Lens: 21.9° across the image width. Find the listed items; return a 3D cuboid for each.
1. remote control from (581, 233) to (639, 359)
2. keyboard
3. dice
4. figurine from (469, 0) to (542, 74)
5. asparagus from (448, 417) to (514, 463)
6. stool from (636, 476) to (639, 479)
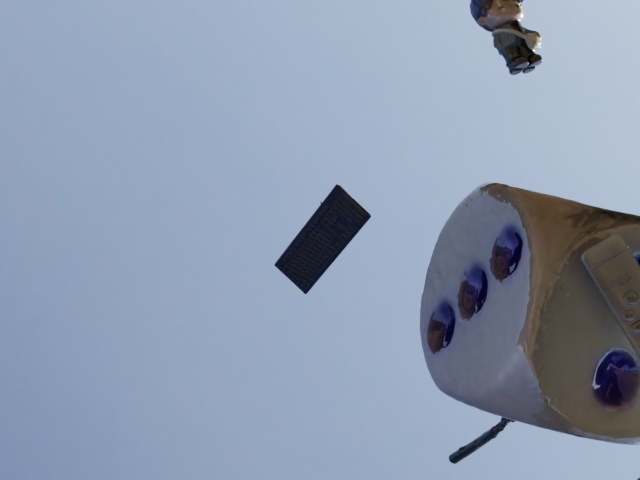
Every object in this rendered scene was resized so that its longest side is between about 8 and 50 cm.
[{"bbox_3d":[0.335,0.079,1.729,0.050,0.184,0.027,-30,-172,7],"label":"remote control"},{"bbox_3d":[0.000,0.000,2.284,0.067,0.202,0.011,44,-134,5],"label":"keyboard"},{"bbox_3d":[0.277,0.079,1.875,0.243,0.251,0.259,11,-177,-22],"label":"dice"},{"bbox_3d":[0.253,-0.287,2.247,0.077,0.079,0.136,-10,-102,-26],"label":"figurine"},{"bbox_3d":[0.194,0.233,1.958,0.018,0.127,0.015,47,-138,1],"label":"asparagus"},{"bbox_3d":[0.296,0.381,1.738,0.170,0.243,0.269,52,-139,9],"label":"stool"}]
